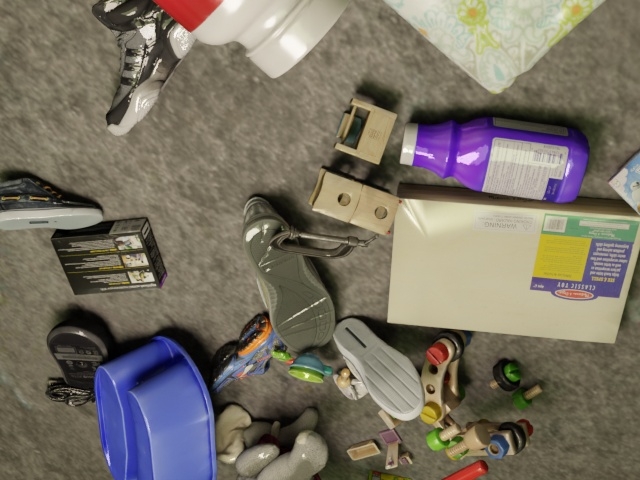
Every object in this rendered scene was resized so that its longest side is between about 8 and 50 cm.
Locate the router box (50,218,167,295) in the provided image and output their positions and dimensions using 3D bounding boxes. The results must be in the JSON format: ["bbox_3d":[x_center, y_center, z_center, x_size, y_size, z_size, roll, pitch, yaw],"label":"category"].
[{"bbox_3d":[-0.388,0.032,1.659,0.179,0.046,0.133,-4,124,12],"label":"router box"}]

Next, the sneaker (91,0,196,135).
[{"bbox_3d":[-0.293,-0.296,1.388,0.153,0.101,0.268,34,117,-14],"label":"sneaker"}]

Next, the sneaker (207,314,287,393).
[{"bbox_3d":[-0.144,0.237,1.745,0.087,0.083,0.221,32,127,-23],"label":"sneaker"}]

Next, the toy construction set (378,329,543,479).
[{"bbox_3d":[0.221,0.339,1.638,0.257,0.309,0.237,43,125,-10],"label":"toy construction set"}]

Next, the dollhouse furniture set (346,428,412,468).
[{"bbox_3d":[0.118,0.458,1.853,0.114,0.081,0.091,-21,119,21],"label":"dollhouse furniture set"}]

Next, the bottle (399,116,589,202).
[{"bbox_3d":[0.268,-0.133,1.413,0.283,0.092,0.118,8,125,4],"label":"bottle"}]

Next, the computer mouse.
[{"bbox_3d":[-0.471,0.234,1.805,0.188,0.072,0.272,6,137,2],"label":"computer mouse"}]

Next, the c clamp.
[{"bbox_3d":[0.000,0.000,1.466,0.160,0.022,0.137,6,161,-11],"label":"c clamp"}]

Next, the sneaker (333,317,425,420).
[{"bbox_3d":[0.115,0.237,1.623,0.094,0.258,0.091,-34,131,-4],"label":"sneaker"}]

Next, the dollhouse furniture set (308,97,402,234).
[{"bbox_3d":[0.074,-0.119,1.458,0.129,0.129,0.184,20,95,-6],"label":"dollhouse furniture set"}]

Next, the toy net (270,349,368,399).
[{"bbox_3d":[0.009,0.263,1.714,0.122,0.045,0.232,-5,153,42],"label":"toy net"}]

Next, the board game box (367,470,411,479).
[{"bbox_3d":[0.133,0.583,1.961,0.092,0.043,0.181,12,125,1],"label":"board game box"}]

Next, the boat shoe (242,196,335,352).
[{"bbox_3d":[-0.059,0.067,1.611,0.118,0.103,0.320,-23,125,3],"label":"boat shoe"}]

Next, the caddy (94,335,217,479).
[{"bbox_3d":[-0.302,0.354,1.749,0.241,0.179,0.341,26,125,43],"label":"caddy"}]

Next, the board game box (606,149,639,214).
[{"bbox_3d":[0.515,-0.092,1.417,0.090,0.020,0.090,44,100,-3],"label":"board game box"}]

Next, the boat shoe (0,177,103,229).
[{"bbox_3d":[-0.480,-0.068,1.596,0.183,0.083,0.065,-2,158,-21],"label":"boat shoe"}]

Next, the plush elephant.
[{"bbox_3d":[-0.078,0.445,1.792,0.330,0.255,0.272,-31,124,18],"label":"plush elephant"}]

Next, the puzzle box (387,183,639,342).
[{"bbox_3d":[0.325,0.044,1.552,0.409,0.052,0.272,5,125,5],"label":"puzzle box"}]

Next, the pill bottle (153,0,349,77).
[{"bbox_3d":[-0.159,-0.414,1.203,0.407,0.229,0.229,40,121,-18],"label":"pill bottle"}]

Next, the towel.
[{"bbox_3d":[0.259,-0.417,1.221,0.320,0.090,0.374,38,122,-16],"label":"towel"}]
